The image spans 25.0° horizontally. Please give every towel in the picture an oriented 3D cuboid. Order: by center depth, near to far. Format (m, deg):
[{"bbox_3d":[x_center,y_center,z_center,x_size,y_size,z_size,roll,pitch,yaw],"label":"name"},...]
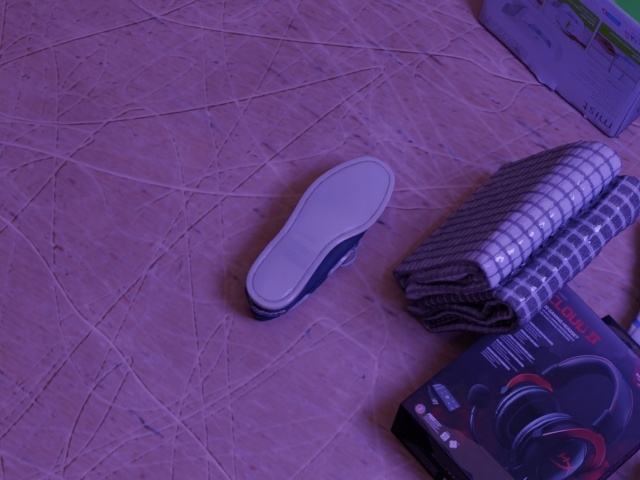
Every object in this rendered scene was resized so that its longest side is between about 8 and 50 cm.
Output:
[{"bbox_3d":[0.233,0.008,1.724,0.235,0.284,0.121,-43,98,-18],"label":"towel"}]

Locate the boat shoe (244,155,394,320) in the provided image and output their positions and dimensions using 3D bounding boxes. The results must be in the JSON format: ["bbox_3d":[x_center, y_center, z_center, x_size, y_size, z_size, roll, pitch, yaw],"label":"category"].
[{"bbox_3d":[0.000,0.000,1.806,0.095,0.079,0.254,34,68,8],"label":"boat shoe"}]

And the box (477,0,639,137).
[{"bbox_3d":[0.357,-0.303,1.900,0.127,0.231,0.262,-40,74,-22],"label":"box"}]

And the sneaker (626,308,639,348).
[{"bbox_3d":[0.443,0.044,1.835,0.240,0.091,0.126,-39,55,-20],"label":"sneaker"}]

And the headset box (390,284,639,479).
[{"bbox_3d":[0.265,0.201,1.716,0.293,0.110,0.218,-36,72,-20],"label":"headset box"}]
